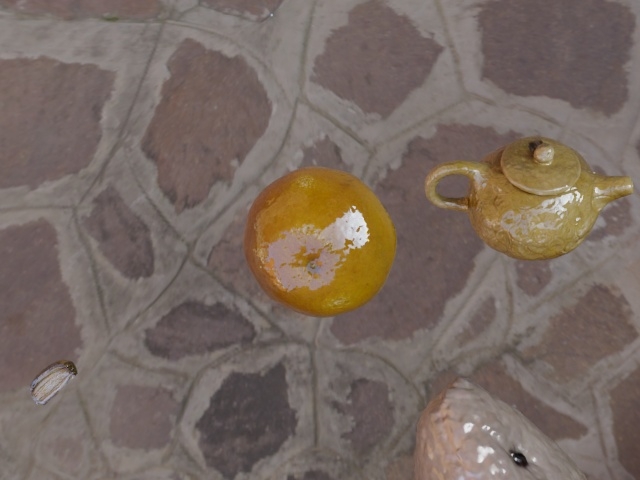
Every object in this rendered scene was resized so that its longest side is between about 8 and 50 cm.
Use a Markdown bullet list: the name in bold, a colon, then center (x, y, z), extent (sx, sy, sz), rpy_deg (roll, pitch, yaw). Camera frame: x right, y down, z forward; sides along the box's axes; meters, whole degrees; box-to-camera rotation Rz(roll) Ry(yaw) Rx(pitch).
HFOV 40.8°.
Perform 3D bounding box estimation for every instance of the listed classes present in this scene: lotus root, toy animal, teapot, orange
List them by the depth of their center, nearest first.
- **orange**: center (0.000, 0.000, 0.886), extent (0.159, 0.136, 0.159), rpy_deg (3, 113, 8)
- **toy animal**: center (0.210, 0.311, 0.925), extent (0.188, 0.226, 0.358), rpy_deg (-32, 132, 16)
- **lotus root**: center (-0.372, 0.192, 1.197), extent (0.083, 0.030, 0.037), rpy_deg (-40, 104, 19)
- **teapot**: center (0.317, -0.086, 1.322), extent (0.311, 0.203, 0.167), rpy_deg (6, 140, 6)
